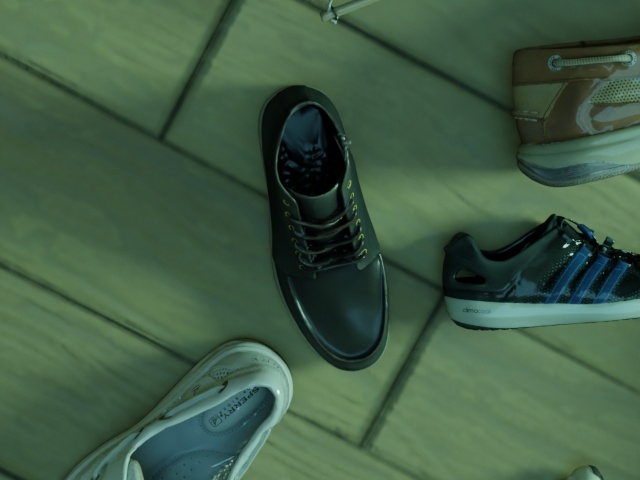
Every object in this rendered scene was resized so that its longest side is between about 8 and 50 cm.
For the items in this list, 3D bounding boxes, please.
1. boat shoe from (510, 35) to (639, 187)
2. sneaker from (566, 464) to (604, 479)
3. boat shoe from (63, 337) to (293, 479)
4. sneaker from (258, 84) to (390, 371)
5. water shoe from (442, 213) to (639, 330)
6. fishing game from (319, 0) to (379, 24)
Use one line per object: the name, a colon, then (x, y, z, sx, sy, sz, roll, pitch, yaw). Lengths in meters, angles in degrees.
boat shoe: (0.292, -0.133, 1.244, 0.324, 0.123, 0.116, -16, 98, -2)
sneaker: (0.162, 0.242, 1.328, 0.075, 0.057, 0.161, 22, 100, -12)
boat shoe: (-0.129, 0.189, 1.285, 0.098, 0.096, 0.277, 40, 96, -9)
sneaker: (0.000, 0.000, 1.249, 0.083, 0.118, 0.222, -16, 100, 0)
water shoe: (0.193, 0.019, 1.286, 0.203, 0.073, 0.080, -6, 97, -2)
fishing game: (0.018, -0.283, 1.175, 0.189, 0.041, 0.264, -21, 122, 3)
